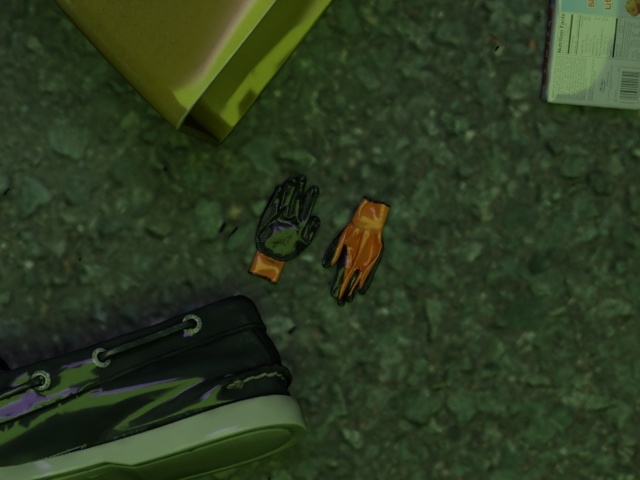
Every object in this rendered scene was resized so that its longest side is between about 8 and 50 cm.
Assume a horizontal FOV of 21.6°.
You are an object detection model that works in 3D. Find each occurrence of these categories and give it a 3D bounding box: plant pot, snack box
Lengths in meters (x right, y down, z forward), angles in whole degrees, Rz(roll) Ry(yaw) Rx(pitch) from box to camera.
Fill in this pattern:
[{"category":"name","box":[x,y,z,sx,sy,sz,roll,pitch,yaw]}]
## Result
[{"category":"plant pot","box":[-0.077,-0.197,0.960,0.187,0.212,0.212,37,92,2]},{"category":"snack box","box":[0.183,-0.175,1.079,0.064,0.022,0.178,4,98,-6]}]

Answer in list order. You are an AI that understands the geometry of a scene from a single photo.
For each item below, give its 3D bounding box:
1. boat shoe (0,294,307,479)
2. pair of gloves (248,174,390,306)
[{"category":"boat shoe","box":[-0.185,0.106,1.031,0.340,0.127,0.113,-14,70,2]},{"category":"pair of gloves","box":[0.000,0.000,1.087,0.083,0.010,0.074,18,97,-7]}]
